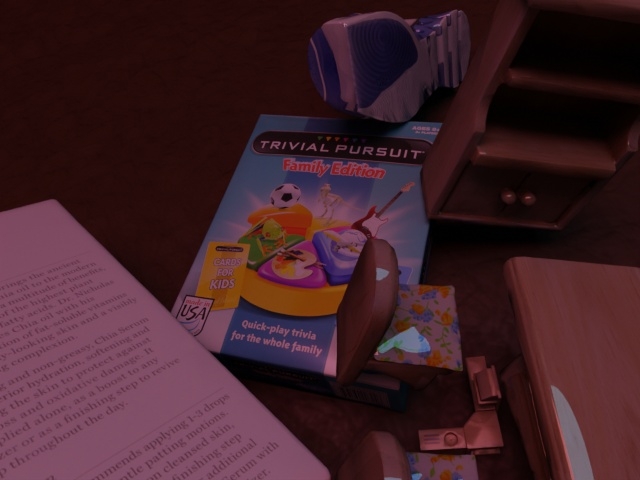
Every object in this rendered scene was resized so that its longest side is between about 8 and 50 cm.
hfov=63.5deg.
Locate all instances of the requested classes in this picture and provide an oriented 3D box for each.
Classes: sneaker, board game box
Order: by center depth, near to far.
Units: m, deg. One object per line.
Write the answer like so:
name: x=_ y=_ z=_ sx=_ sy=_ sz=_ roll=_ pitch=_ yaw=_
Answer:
board game box: x=0.000 y=0.000 z=0.607 sx=0.253 sy=0.079 sz=0.336 roll=7 pitch=58 yaw=17
sneaker: x=0.063 y=-0.236 z=0.703 sx=0.182 sy=0.128 sz=0.315 roll=8 pitch=26 yaw=36

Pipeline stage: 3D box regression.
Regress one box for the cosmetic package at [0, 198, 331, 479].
cosmetic package: x=-0.237 y=0.157 z=0.455 sx=0.453 sy=0.162 sz=0.230 roll=35 pitch=41 yaw=30

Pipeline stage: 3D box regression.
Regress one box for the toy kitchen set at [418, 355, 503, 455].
toy kitchen set: x=0.126 y=0.150 z=0.482 sx=0.075 sy=0.068 sz=0.083 roll=-7 pitch=55 yaw=8

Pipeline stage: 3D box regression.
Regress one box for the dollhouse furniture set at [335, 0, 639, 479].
dollhouse furniture set: x=0.207 y=0.020 z=0.374 sx=0.361 sy=0.256 sz=0.394 roll=5 pitch=55 yaw=-7
